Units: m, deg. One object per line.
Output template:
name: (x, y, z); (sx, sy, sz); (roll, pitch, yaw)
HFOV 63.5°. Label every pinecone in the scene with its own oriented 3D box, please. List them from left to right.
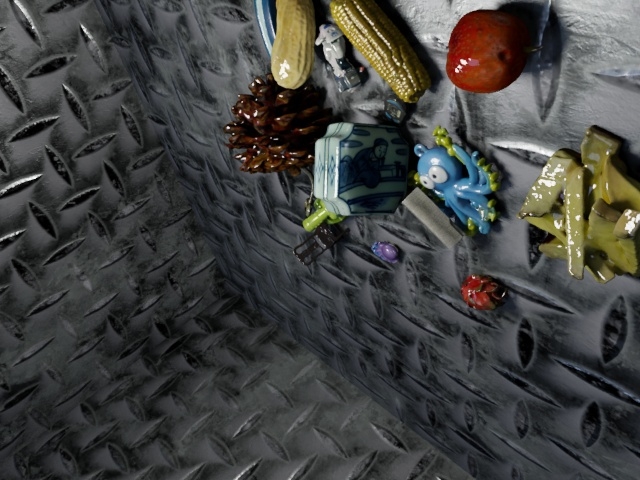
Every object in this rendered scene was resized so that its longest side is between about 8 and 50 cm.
pinecone: (-0.139, -0.391, 1.779); (0.398, 0.398, 0.397); (39, 152, 25)

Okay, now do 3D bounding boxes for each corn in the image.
corn: (0.160, -0.526, 1.382); (0.363, 0.120, 0.120); (51, 155, -2)

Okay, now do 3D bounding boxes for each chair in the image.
chair: (0.000, 0.000, 2.225); (0.106, 0.229, 0.113); (48, 158, 7)

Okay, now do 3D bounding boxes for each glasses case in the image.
glasses case: (0.343, -0.068, 1.573); (0.205, 0.071, 0.047); (46, -172, 4)

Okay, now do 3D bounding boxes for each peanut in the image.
peanut: (-0.083, -0.620, 1.569); (0.147, 0.147, 0.305); (26, 118, 44)

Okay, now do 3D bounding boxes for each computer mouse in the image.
computer mouse: (0.228, -0.391, 1.528); (0.079, 0.047, 0.135); (39, 164, 13)

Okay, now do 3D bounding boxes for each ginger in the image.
ginger: (0.600, -0.041, 1.177); (0.358, 0.211, 0.413); (55, 156, -3)

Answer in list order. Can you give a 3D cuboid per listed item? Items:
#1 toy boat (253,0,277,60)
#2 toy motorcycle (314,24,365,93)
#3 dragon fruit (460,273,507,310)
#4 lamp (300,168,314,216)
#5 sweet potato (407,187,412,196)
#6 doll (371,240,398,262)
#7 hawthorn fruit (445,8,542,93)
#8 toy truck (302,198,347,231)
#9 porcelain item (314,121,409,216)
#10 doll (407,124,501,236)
toy boat: (-0.149, -0.704, 1.699); (0.062, 0.096, 0.299); (12, 132, 42)
toy motorcycle: (0.056, -0.553, 1.554); (0.221, 0.102, 0.150); (60, 175, -11)
dragon fruit: (0.533, 0.171, 1.695); (0.142, 0.130, 0.121); (32, 115, 39)
lamp: (-0.101, -0.253, 2.234); (0.283, 0.124, 0.203); (53, 176, -9)
sweet potato: (0.287, -0.165, 1.747); (0.095, 0.034, 0.034); (35, 152, 11)
doll: (0.254, 0.044, 2.051); (0.110, 0.067, 0.206); (42, 168, -13)
hawthorn fruit: (0.377, -0.409, 1.121); (0.200, 0.179, 0.179); (6, 133, 30)
toy truck: (0.040, -0.130, 2.035); (0.148, 0.210, 0.187); (53, 137, -3)
porcelain item: (0.131, -0.216, 1.591); (0.157, 0.281, 0.286); (15, 104, 57)
doll: (0.384, -0.148, 1.521); (0.341, 0.099, 0.346); (51, 160, -1)
